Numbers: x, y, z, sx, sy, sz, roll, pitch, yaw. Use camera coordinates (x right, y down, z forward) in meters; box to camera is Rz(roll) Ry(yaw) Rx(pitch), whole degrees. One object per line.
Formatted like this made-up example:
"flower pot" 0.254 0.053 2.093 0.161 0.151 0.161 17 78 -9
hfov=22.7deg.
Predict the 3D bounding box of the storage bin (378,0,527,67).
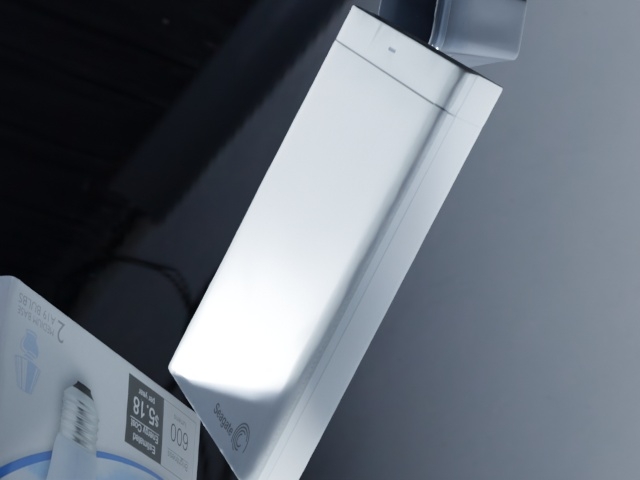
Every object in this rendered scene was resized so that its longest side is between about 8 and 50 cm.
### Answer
"storage bin" 0.113 -0.181 1.372 0.135 0.091 0.098 -175 94 -72

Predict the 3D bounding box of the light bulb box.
"light bulb box" -0.285 0.272 1.352 0.225 0.358 0.361 -9 62 21

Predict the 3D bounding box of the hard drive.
"hard drive" 0.000 0.000 1.268 0.353 0.047 0.233 -63 27 10
